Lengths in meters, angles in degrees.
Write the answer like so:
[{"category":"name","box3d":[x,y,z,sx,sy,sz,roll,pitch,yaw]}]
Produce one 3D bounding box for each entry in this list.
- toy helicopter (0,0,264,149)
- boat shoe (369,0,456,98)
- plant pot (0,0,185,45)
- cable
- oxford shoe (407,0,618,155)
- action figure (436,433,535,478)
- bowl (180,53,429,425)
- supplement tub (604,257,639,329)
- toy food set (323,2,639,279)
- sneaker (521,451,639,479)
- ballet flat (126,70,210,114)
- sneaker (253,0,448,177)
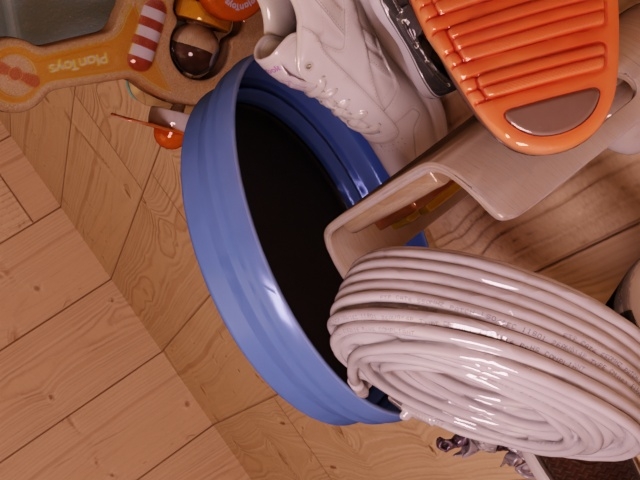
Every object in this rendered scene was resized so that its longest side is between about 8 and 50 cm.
[{"category":"toy helicopter","box3d":[-0.218,-0.199,1.250,0.140,0.355,0.235,23,125,56]},{"category":"boat shoe","box3d":[0.091,-0.199,1.012,0.040,0.049,0.142,-10,116,48]},{"category":"plant pot","box3d":[-0.335,-0.350,1.464,0.248,0.247,0.252,1,106,66]},{"category":"cable","box3d":[0.130,0.090,0.831,0.257,0.089,0.257,16,162,20]},{"category":"oxford shoe","box3d":[0.111,-0.197,0.758,0.132,0.130,0.363,81,177,-62]},{"category":"action figure","box3d":[0.168,0.200,1.375,0.285,0.099,0.185,43,151,24]},{"category":"bowl","box3d":[0.000,0.000,1.099,0.077,0.391,0.391,-23,105,25]},{"category":"supplement tub","box3d":[0.284,0.093,0.915,0.117,0.117,0.190,48,159,20]},{"category":"toy food set","box3d":[0.142,-0.056,0.855,0.092,0.220,0.306,53,160,-2]},{"category":"sneaker","box3d":[0.307,0.297,1.191,0.290,0.106,0.123,50,157,12]},{"category":"ballet flat","box3d":[-0.166,-0.203,1.446,0.073,0.232,0.080,-12,91,24]},{"category":"sneaker","box3d":[0.017,-0.164,1.070,0.114,0.152,0.305,8,131,61]}]
